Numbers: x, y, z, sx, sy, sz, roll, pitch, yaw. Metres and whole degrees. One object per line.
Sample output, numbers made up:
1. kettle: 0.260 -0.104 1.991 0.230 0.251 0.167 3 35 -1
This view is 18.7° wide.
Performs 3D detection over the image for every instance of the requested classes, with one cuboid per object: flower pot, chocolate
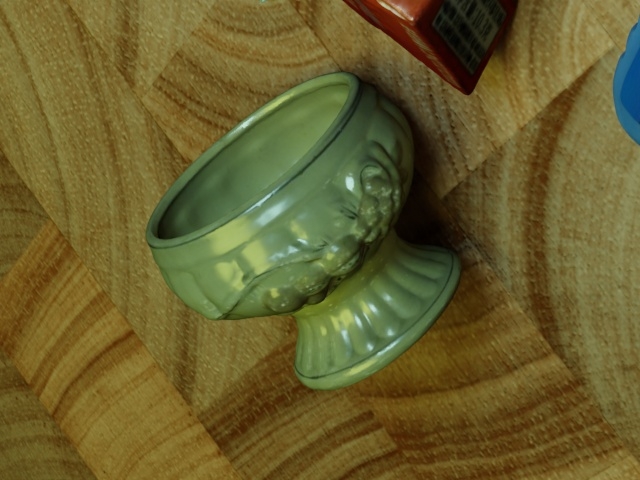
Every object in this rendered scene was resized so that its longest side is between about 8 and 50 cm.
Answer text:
1. flower pot: 0.000 0.000 2.015 0.244 0.307 0.307 50 146 -19
2. chocolate: 0.059 -0.264 1.803 0.235 0.108 0.237 42 -179 21

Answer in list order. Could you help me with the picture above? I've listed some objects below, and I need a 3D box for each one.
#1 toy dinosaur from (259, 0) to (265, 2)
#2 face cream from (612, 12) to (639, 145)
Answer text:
1. toy dinosaur: -0.065 -0.307 2.059 0.220 0.032 0.108 0 119 51
2. face cream: 0.345 -0.178 1.648 0.149 0.083 0.264 36 139 13
